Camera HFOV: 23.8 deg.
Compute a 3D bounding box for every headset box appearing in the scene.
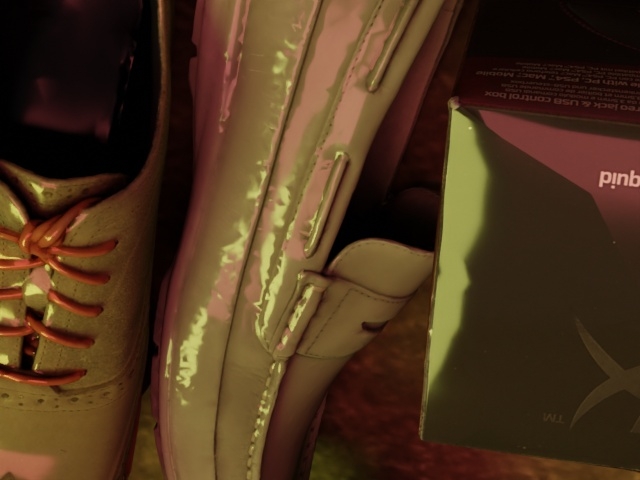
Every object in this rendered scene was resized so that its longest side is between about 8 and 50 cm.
[{"bbox_3d":[0.154,-0.027,0.481,0.218,0.293,0.110,7,118,9],"label":"headset box"}]

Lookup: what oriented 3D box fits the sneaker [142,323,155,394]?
[{"bbox_3d":[-0.142,0.087,0.709,0.146,0.102,0.293,-8,115,13],"label":"sneaker"}]

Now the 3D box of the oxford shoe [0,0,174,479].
[{"bbox_3d":[-0.120,0.010,0.578,0.123,0.130,0.348,2,95,-14],"label":"oxford shoe"}]

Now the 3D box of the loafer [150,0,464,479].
[{"bbox_3d":[0.000,0.000,0.630,0.111,0.112,0.319,15,118,13],"label":"loafer"}]
